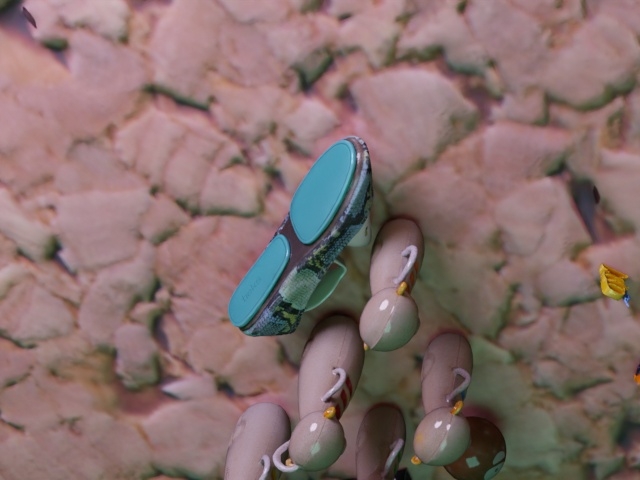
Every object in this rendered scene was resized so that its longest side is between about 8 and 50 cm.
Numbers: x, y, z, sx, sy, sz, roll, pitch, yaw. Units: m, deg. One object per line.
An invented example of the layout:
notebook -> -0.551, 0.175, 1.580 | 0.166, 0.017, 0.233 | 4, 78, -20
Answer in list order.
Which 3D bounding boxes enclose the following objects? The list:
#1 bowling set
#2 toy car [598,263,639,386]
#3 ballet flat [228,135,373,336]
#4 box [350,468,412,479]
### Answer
bowling set -> 0.060, 0.145, 1.100 | 0.200, 0.154, 0.287 | 26, 123, -9
toy car -> 0.236, 0.078, 1.098 | 0.122, 0.040, 0.060 | 39, 120, -17
ballet flat -> 0.000, 0.000, 1.079 | 0.070, 0.070, 0.188 | 30, 124, -11
box -> 0.008, 0.283, 1.182 | 0.147, 0.180, 0.077 | -15, 118, 17
